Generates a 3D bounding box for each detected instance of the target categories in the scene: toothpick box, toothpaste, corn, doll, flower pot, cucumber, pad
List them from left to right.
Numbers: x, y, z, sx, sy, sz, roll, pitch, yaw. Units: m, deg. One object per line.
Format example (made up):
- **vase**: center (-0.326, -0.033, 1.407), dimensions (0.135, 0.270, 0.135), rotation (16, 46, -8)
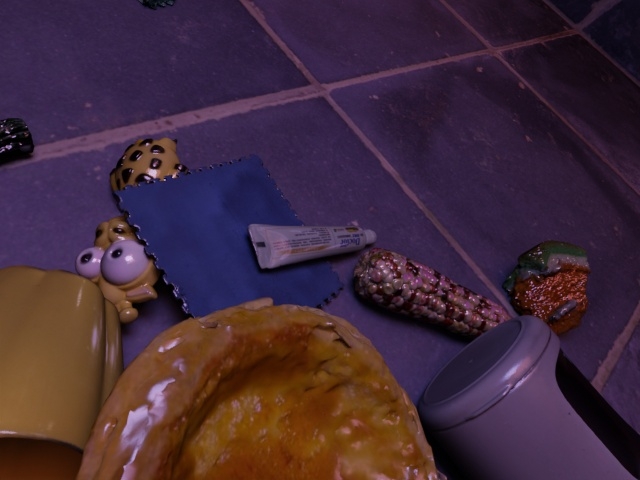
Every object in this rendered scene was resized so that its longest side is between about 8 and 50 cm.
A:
- **cucumber**: center (-0.460, -0.103, 0.537), dimensions (0.058, 0.058, 0.187), rotation (43, 51, 6)
- **flower pot**: center (-0.274, 0.130, 0.397), dimensions (0.195, 0.195, 0.179), rotation (11, 42, -19)
- **doll**: center (-0.248, -0.028, 0.572), dimensions (0.117, 0.086, 0.291), rotation (-7, 56, 12)
- **pad**: center (-0.104, 0.009, 0.598), dimensions (0.269, 0.012, 0.270), rotation (-27, 83, -51)
- **toothpaste**: center (0.000, 0.000, 0.670), dimensions (0.255, 0.037, 0.067), rotation (-5, 72, -44)
- **corn**: center (0.180, 0.094, 0.698), dimensions (0.280, 0.092, 0.092), rotation (25, 51, -15)
- **toothpick box**: center (0.293, 0.285, 0.552), dimensions (0.229, 0.229, 0.316), rotation (-32, 78, -38)

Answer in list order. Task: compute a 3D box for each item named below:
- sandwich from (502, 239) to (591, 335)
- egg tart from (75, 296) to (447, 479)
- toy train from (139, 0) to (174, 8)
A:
- **sandwich**: center (0.451, 0.088, 0.815), dimensions (0.184, 0.109, 0.160), rotation (-7, 60, -29)
- **egg tart**: center (-0.040, 0.241, 0.402), dimensions (0.388, 0.169, 0.388), rotation (28, 46, -33)
- **toy train**: center (-0.338, -0.510, 0.888), dimensions (0.053, 0.033, 0.083), rotation (40, 50, 8)
